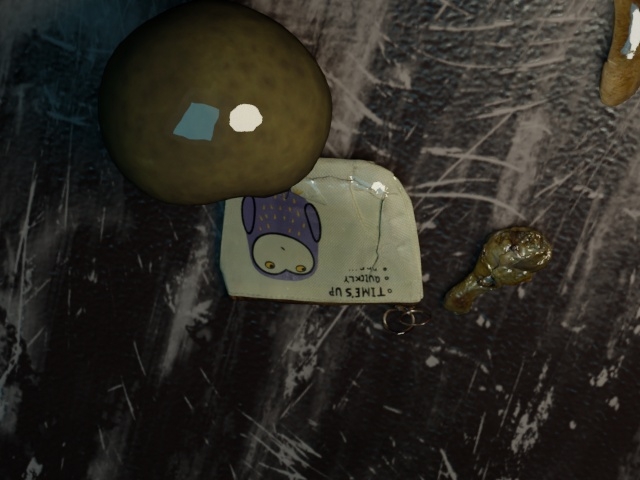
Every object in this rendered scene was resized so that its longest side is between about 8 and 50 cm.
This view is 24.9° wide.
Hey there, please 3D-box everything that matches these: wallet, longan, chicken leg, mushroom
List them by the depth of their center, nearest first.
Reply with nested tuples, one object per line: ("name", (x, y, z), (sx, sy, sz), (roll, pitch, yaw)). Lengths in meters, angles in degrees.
("mushroom", (0.416, -0.274, 1.942), (0.072, 0.094, 0.210), (7, 111, 14))
("longan", (-0.146, -0.186, 2.002), (0.318, 0.319, 0.319), (5, 115, 11))
("chicken leg", (0.253, 0.045, 2.141), (0.085, 0.069, 0.198), (30, 127, -28))
("wallet", (0.001, 0.000, 2.174), (0.335, 0.068, 0.275), (4, 116, 14))
